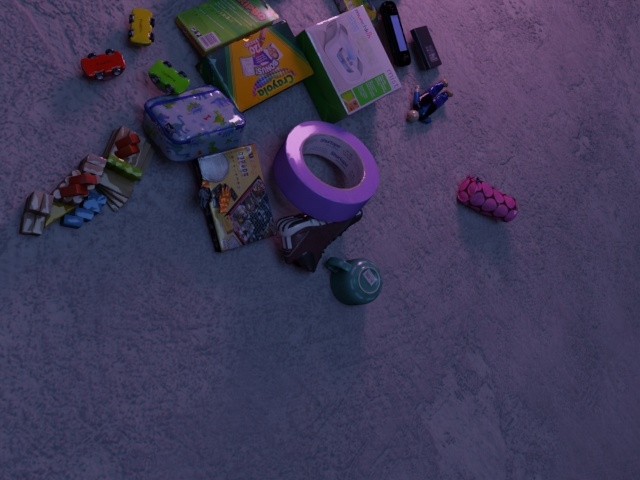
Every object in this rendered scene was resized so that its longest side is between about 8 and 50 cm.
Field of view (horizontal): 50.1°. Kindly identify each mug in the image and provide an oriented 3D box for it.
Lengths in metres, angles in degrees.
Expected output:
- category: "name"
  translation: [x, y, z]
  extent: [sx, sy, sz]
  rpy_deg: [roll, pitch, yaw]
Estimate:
- category: "mug"
  translation: [0.096, 0.113, 1.892]
  extent: [0.158, 0.097, 0.129]
  rpy_deg: [5, 80, -32]

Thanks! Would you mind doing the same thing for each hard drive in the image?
- category: "hard drive"
  translation: [0.338, -0.615, 2.185]
  extent: [0.094, 0.022, 0.135]
  rpy_deg: [-33, 102, -50]

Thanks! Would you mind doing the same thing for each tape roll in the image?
- category: "tape roll"
  translation: [0.016, -0.186, 1.827]
  extent: [0.275, 0.090, 0.274]
  rpy_deg: [15, 52, -20]

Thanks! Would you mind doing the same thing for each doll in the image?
- category: "doll"
  translation: [0.335, -0.435, 2.157]
  extent: [0.189, 0.046, 0.129]
  rpy_deg: [-43, 116, -23]

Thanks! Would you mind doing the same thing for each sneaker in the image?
- category: "sneaker"
  translation: [0.000, 0.000, 1.863]
  extent: [0.281, 0.106, 0.162]
  rpy_deg: [-14, 109, -36]

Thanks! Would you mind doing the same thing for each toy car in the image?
- category: "toy car"
  translation: [-0.418, -0.418, 1.641]
  extent: [0.225, 0.053, 0.239]
  rpy_deg: [35, 65, -5]

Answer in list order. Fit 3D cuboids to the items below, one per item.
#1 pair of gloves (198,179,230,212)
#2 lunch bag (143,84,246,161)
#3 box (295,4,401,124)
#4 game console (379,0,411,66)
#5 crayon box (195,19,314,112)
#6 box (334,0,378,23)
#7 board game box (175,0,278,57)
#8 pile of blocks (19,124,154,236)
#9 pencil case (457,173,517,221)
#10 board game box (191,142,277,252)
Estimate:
- category: "pair of gloves"
  translation: [-0.259, -0.107, 1.673]
  extent: [0.083, 0.010, 0.074]
  rpy_deg: [9, 88, -30]
- category: "lunch bag"
  translation: [-0.309, -0.289, 1.663]
  extent: [0.219, 0.090, 0.176]
  rpy_deg: [-21, 59, -33]
- category: "box"
  translation: [0.067, -0.495, 1.949]
  extent: [0.231, 0.127, 0.262]
  rpy_deg: [-32, 99, -30]
- category: "game console"
  translation: [0.218, -0.714, 2.099]
  extent: [0.213, 0.044, 0.361]
  rpy_deg: [-30, 107, -49]
- category: "crayon box"
  translation: [-0.170, -0.452, 1.814]
  extent: [0.278, 0.081, 0.165]
  rpy_deg: [-36, 102, -31]
- category: "box"
  translation: [0.096, -0.718, 2.049]
  extent: [0.105, 0.043, 0.179]
  rpy_deg: [-34, 99, -33]
- category: "board game box"
  translation: [-0.240, -0.580, 1.797]
  extent: [0.259, 0.039, 0.124]
  rpy_deg: [-36, 85, -29]
- category: "pile of blocks"
  translation: [-0.503, -0.121, 1.532]
  extent: [0.362, 0.113, 0.149]
  rpy_deg: [-47, 108, -28]
- category: "pencil case"
  translation: [0.548, -0.136, 2.229]
  extent: [0.209, 0.095, 0.098]
  rpy_deg: [24, 54, -30]
- category: "board game box"
  translation: [-0.215, -0.109, 1.731]
  extent: [0.165, 0.042, 0.243]
  rpy_deg: [-18, 102, -29]
